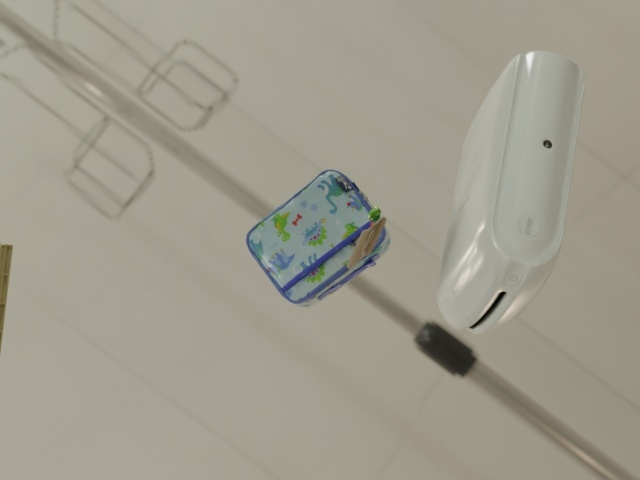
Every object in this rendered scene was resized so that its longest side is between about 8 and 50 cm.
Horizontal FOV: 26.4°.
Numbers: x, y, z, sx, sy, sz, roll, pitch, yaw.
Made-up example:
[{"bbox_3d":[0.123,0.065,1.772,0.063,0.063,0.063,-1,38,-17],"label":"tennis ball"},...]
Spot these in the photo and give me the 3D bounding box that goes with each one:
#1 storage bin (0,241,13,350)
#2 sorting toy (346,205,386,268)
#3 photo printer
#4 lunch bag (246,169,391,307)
[{"bbox_3d":[-0.529,0.110,1.655,0.123,0.262,0.260,7,90,48],"label":"storage bin"},{"bbox_3d":[0.058,-0.010,1.628,0.062,0.012,0.083,-33,-29,-60],"label":"sorting toy"},{"bbox_3d":[0.230,-0.044,1.691,0.256,0.107,0.307,116,168,-65],"label":"photo printer"},{"bbox_3d":[0.000,0.000,2.332,0.219,0.176,0.090,-36,-17,5],"label":"lunch bag"}]
